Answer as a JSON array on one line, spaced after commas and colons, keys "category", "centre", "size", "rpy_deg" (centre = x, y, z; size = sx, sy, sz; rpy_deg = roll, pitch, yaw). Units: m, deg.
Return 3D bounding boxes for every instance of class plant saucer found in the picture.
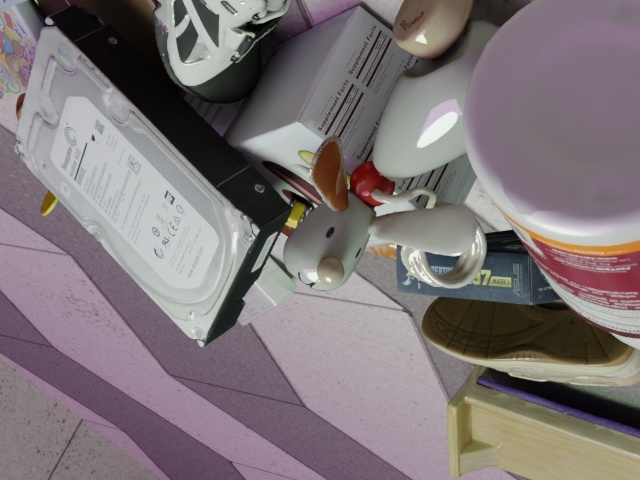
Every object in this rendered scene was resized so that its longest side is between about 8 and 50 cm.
[{"category": "plant saucer", "centre": [-0.236, -0.262, 1.622], "size": [0.278, 0.041, 0.278], "rpy_deg": [37, 157, 19]}]

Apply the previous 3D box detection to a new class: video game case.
[{"category": "video game case", "centre": [-0.404, -0.278, 1.780], "size": [0.206, 0.026, 0.227], "rpy_deg": [-4, 120, 57]}]

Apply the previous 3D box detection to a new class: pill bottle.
[{"category": "pill bottle", "centre": [0.280, -0.042, 1.295], "size": [0.224, 0.224, 0.392], "rpy_deg": [17, 167, 27]}]

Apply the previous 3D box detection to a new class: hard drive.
[{"category": "hard drive", "centre": [-0.197, -0.069, 1.643], "size": [0.339, 0.064, 0.237], "rpy_deg": [46, 141, 14]}]

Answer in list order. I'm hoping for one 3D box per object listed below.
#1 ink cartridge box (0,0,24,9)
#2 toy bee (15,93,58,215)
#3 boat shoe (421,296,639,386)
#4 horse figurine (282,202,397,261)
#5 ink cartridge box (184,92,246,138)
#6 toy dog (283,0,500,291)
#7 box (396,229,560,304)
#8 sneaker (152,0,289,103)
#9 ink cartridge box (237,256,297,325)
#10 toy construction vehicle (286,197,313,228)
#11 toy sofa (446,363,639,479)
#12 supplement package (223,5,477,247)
[{"category": "ink cartridge box", "centre": [-0.374, -0.335, 1.591], "size": [0.311, 0.065, 0.186], "rpy_deg": [-1, 121, 55]}, {"category": "toy bee", "centre": [-0.260, -0.091, 1.832], "size": [0.298, 0.162, 0.195], "rpy_deg": [22, 115, 5]}, {"category": "boat shoe", "centre": [0.273, 0.135, 1.937], "size": [0.302, 0.109, 0.098], "rpy_deg": [6, 150, 33]}, {"category": "horse figurine", "centre": [0.026, -0.024, 1.853], "size": [0.263, 0.066, 0.174], "rpy_deg": [-1, 139, 48]}, {"category": "ink cartridge box", "centre": [-0.150, -0.161, 1.800], "size": [0.224, 0.045, 0.223], "rpy_deg": [36, 159, -3]}, {"category": "toy dog", "centre": [0.097, -0.075, 1.379], "size": [0.220, 0.334, 0.161], "rpy_deg": [11, -158, -12]}, {"category": "box", "centre": [0.224, 0.024, 1.615], "size": [0.232, 0.059, 0.183], "rpy_deg": [-6, -174, -44]}, {"category": "sneaker", "centre": [-0.084, -0.236, 1.467], "size": [0.146, 0.122, 0.330], "rpy_deg": [16, 154, 20]}, {"category": "ink cartridge box", "centre": [-0.153, 0.023, 2.300], "size": [0.225, 0.056, 0.181], "rpy_deg": [49, 157, -4]}, {"category": "toy construction vehicle", "centre": [0.000, 0.000, 1.627], "size": [0.085, 0.035, 0.098], "rpy_deg": [26, 164, 11]}, {"category": "toy sofa", "centre": [0.374, 0.288, 2.155], "size": [0.362, 0.177, 0.150], "rpy_deg": [16, 132, 28]}, {"category": "supplement package", "centre": [0.040, -0.110, 1.574], "size": [0.203, 0.149, 0.194], "rpy_deg": [35, 159, -20]}]
